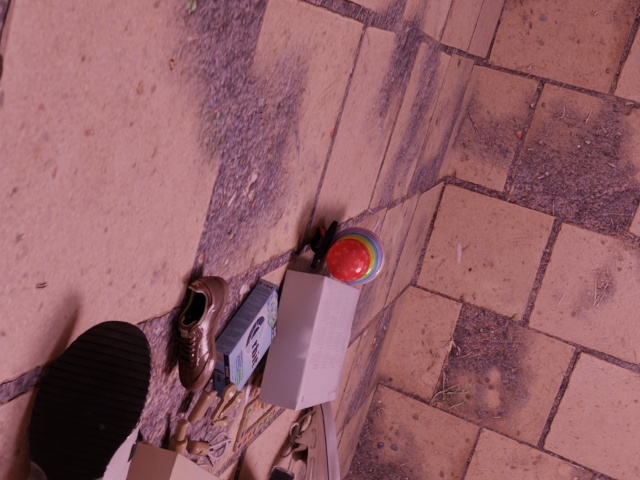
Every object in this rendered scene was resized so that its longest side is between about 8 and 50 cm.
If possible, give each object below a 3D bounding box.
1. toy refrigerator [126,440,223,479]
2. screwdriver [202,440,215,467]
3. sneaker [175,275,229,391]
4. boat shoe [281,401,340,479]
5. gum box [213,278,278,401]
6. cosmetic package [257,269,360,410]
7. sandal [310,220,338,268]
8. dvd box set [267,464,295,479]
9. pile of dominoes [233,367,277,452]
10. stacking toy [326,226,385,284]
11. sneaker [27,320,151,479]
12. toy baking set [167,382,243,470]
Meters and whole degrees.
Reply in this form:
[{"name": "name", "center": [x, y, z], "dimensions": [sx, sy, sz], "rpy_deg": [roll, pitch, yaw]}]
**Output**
[{"name": "toy refrigerator", "center": [-0.227, 0.392, 1.199], "dimensions": [0.269, 0.102, 0.094], "rpy_deg": [63, 39, -58]}, {"name": "screwdriver", "center": [-0.218, 0.433, 1.521], "dimensions": [0.170, 0.025, 0.024], "rpy_deg": [84, 31, -58]}, {"name": "sneaker", "center": [-0.198, 0.144, 1.174], "dimensions": [0.071, 0.066, 0.188], "rpy_deg": [2, 103, -57]}, {"name": "boat shoe", "center": [-0.034, 0.587, 2.164], "dimensions": [0.367, 0.157, 0.135], "rpy_deg": [-97, -174, -50]}, {"name": "gum box", "center": [-0.140, 0.189, 1.441], "dimensions": [0.184, 0.041, 0.157], "rpy_deg": [-55, 159, -39]}, {"name": "cosmetic package", "center": [-0.016, 0.228, 1.744], "dimensions": [0.377, 0.097, 0.284], "rpy_deg": [31, 69, -74]}, {"name": "sandal", "center": [0.000, 0.000, 1.667], "dimensions": [0.179, 0.040, 0.067], "rpy_deg": [-60, 173, -61]}, {"name": "dvd box set", "center": [-0.168, 0.731, 1.849], "dimensions": [0.307, 0.062, 0.420], "rpy_deg": [-62, 175, -27]}, {"name": "pile of dominoes", "center": [-0.111, 0.365, 1.773], "dimensions": [0.251, 0.040, 0.196], "rpy_deg": [-29, 137, -68]}, {"name": "stacking toy", "center": [0.066, 0.042, 1.689], "dimensions": [0.330, 0.141, 0.141], "rpy_deg": [-13, 122, -82]}, {"name": "sneaker", "center": [-0.283, 0.247, 0.927], "dimensions": [0.146, 0.122, 0.330], "rpy_deg": [-120, -132, -86]}, {"name": "toy baking set", "center": [-0.211, 0.365, 1.375], "dimensions": [0.197, 0.030, 0.256], "rpy_deg": [-19, 135, -55]}]
